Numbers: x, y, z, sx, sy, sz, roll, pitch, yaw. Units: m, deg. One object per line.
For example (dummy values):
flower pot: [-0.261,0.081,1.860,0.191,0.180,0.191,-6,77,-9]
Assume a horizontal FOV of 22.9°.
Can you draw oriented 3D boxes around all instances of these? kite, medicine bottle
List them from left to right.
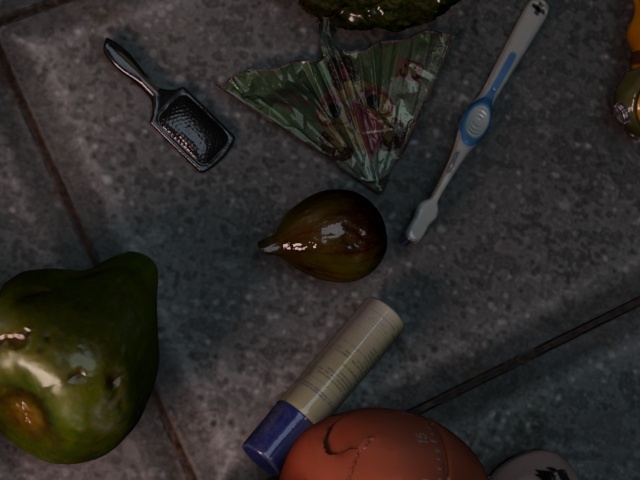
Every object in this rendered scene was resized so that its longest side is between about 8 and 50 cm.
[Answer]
medicine bottle: [0.005,0.165,1.802,0.059,0.059,0.231,44,70,-4]
kite: [0.035,-0.183,1.912,0.323,0.013,0.268,-16,85,-21]

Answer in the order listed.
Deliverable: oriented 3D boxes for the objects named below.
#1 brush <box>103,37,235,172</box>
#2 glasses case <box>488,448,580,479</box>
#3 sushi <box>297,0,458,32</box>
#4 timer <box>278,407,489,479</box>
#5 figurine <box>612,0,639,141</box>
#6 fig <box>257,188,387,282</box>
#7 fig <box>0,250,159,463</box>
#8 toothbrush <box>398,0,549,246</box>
brush: [-0.183,-0.163,1.837,0.193,0.016,0.063,43,69,-5]
glasses case: [0.291,0.393,1.832,0.122,0.075,0.314,-23,86,-15]
sushi: [0.086,-0.421,1.886,0.294,0.178,0.352,25,70,-11]
timer: [0.065,0.295,1.704,0.215,0.229,0.230,16,74,-17]
figurine: [0.417,-0.225,2.008,0.141,0.166,0.250,-33,60,14]
fig: [0.000,0.000,1.814,0.154,0.103,0.109,-17,61,-28]
fig: [-0.243,0.099,1.694,0.206,0.206,0.275,45,46,-4]
toothbrush: [0.195,-0.153,1.941,0.040,0.040,0.386,33,71,-8]
